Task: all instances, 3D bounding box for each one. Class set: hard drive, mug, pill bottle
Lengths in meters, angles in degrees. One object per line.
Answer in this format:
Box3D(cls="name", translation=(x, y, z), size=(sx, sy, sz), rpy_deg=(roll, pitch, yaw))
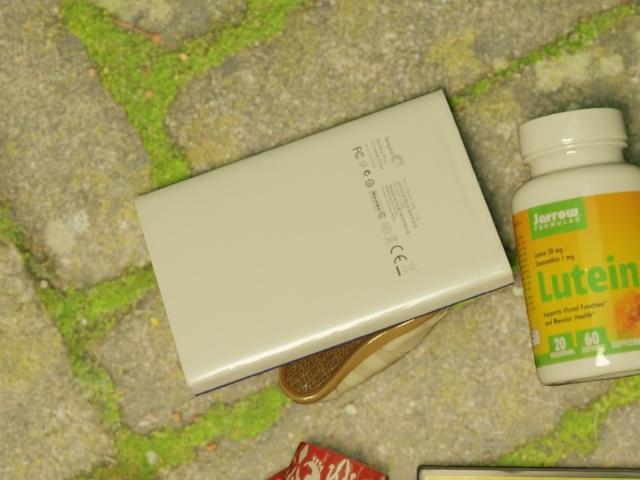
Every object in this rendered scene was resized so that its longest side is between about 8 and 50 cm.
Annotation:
Box3D(cls="hard drive", translation=(0.000, 0.000, 1.902), size=(0.318, 0.040, 0.210), rpy_deg=(-20, 64, 2))
Box3D(cls="mug", translation=(-0.025, 0.276, 1.866), size=(0.150, 0.113, 0.169), rpy_deg=(22, 82, 5))
Box3D(cls="pill bottle", translation=(0.252, 0.006, 1.860), size=(0.136, 0.136, 0.246), rpy_deg=(-9, 82, 4))

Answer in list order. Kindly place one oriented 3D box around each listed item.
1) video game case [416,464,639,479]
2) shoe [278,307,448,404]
Box3D(cls="video game case", translation=(0.227, 0.338, 1.874), size=(0.275, 0.035, 0.248), rpy_deg=(0, 83, 5))
Box3D(cls="shoe", translation=(0.052, 0.082, 1.913), size=(0.219, 0.058, 0.076), rpy_deg=(-38, 62, -4))
